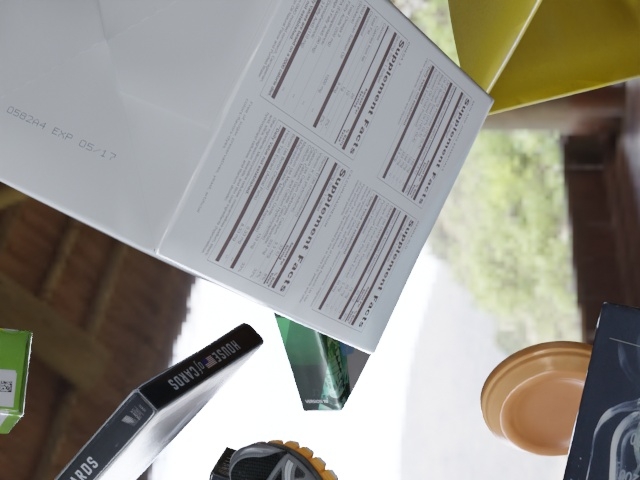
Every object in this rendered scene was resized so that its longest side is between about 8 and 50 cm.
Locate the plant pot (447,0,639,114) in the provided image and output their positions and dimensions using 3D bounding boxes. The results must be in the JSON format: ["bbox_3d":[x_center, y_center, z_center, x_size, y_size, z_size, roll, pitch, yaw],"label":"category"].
[{"bbox_3d":[0.215,-0.254,1.193,0.212,0.212,0.187,113,139,-63],"label":"plant pot"}]

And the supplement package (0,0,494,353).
[{"bbox_3d":[-0.058,-0.077,0.892,0.263,0.199,0.198,30,-95,-57],"label":"supplement package"}]

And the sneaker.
[{"bbox_3d":[-0.014,0.235,1.119,0.215,0.083,0.084,35,137,41],"label":"sneaker"}]

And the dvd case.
[{"bbox_3d":[-0.161,0.172,1.135,0.238,0.029,0.179,-48,-8,27],"label":"dvd case"}]

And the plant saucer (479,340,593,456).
[{"bbox_3d":[0.312,0.218,1.860,0.037,0.200,0.200,-91,-2,-54],"label":"plant saucer"}]

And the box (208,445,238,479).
[{"bbox_3d":[-0.083,0.415,2.121,0.077,0.180,0.147,-55,-19,-61],"label":"box"}]

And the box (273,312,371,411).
[{"bbox_3d":[0.000,0.000,1.610,0.232,0.059,0.322,-59,-42,-54],"label":"box"}]

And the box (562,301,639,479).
[{"bbox_3d":[0.342,0.232,0.986,0.343,0.179,0.312,13,91,55],"label":"box"}]

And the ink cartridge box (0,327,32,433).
[{"bbox_3d":[-0.460,0.148,1.555,0.189,0.255,0.097,141,135,-68],"label":"ink cartridge box"}]
